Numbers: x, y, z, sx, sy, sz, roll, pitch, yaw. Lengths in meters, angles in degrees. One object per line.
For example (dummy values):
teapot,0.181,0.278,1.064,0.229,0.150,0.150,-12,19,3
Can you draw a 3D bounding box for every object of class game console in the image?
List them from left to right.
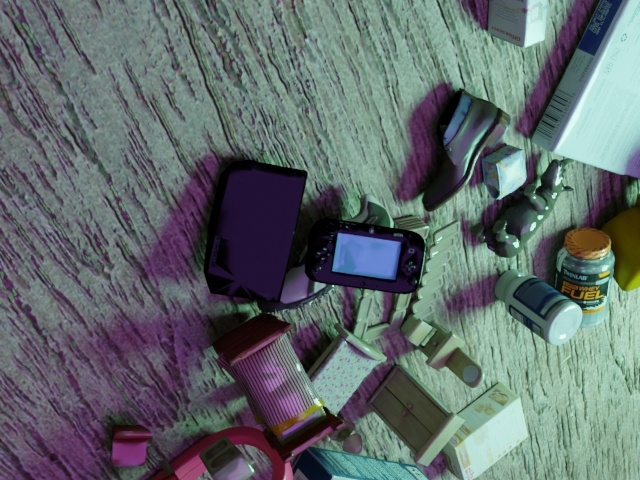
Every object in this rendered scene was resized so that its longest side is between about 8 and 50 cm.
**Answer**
game console,0.000,0.000,1.641,0.361,0.044,0.213,8,102,-18

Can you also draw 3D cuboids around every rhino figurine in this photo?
rhino figurine,0.400,-0.067,1.980,0.243,0.073,0.106,-48,131,-5

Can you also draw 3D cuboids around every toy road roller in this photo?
toy road roller,0.708,-0.024,2.122,0.240,0.203,0.329,-21,151,-8

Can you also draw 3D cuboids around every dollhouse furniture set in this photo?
dollhouse furniture set,-0.176,0.301,1.667,0.374,0.152,0.201,-33,103,-13
dollhouse furniture set,0.102,0.260,1.868,0.303,0.174,0.355,-52,138,4

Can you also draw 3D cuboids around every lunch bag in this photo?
lunch bag,0.337,-0.124,1.911,0.071,0.053,0.083,-29,121,-23

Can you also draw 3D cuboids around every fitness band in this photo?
fitness band,-0.182,0.440,1.752,0.291,0.209,0.054,-37,135,-14

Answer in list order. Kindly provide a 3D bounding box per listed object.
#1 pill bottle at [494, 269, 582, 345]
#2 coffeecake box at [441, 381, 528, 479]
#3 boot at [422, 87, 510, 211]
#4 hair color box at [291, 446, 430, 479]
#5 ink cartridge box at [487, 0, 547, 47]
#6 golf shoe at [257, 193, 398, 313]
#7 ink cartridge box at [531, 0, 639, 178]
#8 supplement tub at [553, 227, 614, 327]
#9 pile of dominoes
pill bottle,0.426,0.126,2.051,0.094,0.169,0.094,-20,128,-27
coffeecake box,0.352,0.419,2.249,0.185,0.068,0.142,-34,133,-16
boot,0.222,-0.159,1.802,0.106,0.082,0.219,33,99,-23
hair color box,0.072,0.529,2.076,0.347,0.105,0.174,22,102,-43
ink cartridge box,0.324,-0.390,1.707,0.052,0.088,0.122,-23,129,-28
golf shoe,0.002,0.027,1.734,0.272,0.105,0.120,-29,101,-11
ink cartridge box,0.585,-0.295,1.984,0.330,0.071,0.324,9,110,-44
supplement tub,0.545,0.076,2.150,0.117,0.117,0.190,-22,128,-25
pile of dominoes,0.147,0.068,1.911,0.196,0.040,0.251,-12,131,-32
